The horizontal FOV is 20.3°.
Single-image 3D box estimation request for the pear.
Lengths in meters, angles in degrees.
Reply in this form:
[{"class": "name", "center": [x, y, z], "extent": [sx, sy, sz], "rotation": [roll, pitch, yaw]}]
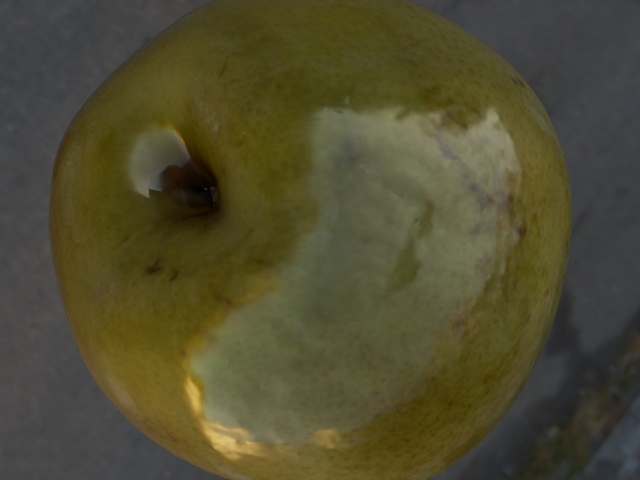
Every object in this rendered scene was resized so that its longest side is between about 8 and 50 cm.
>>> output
[{"class": "pear", "center": [0.000, 0.000, 1.035], "extent": [0.314, 0.314, 0.314], "rotation": [-34, 144, -29]}]
